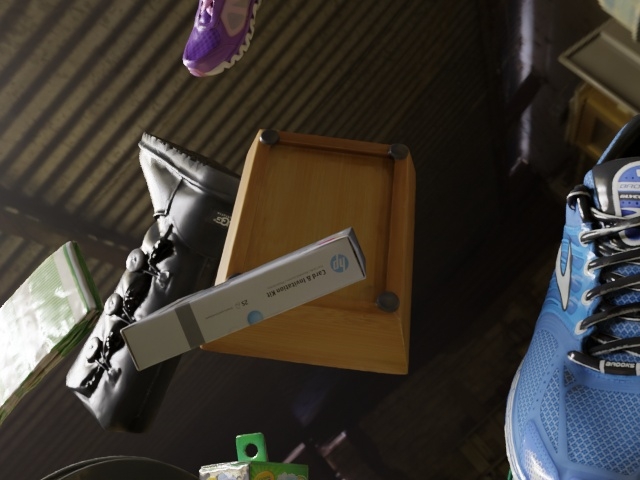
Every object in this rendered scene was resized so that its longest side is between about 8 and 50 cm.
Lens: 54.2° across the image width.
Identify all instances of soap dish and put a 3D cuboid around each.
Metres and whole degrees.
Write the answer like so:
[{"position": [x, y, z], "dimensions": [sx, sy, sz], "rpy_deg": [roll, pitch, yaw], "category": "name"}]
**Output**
[{"position": [0.000, 0.000, 0.736], "dimensions": [0.118, 0.228, 0.291], "rpy_deg": [97, -179, -55], "category": "soap dish"}]

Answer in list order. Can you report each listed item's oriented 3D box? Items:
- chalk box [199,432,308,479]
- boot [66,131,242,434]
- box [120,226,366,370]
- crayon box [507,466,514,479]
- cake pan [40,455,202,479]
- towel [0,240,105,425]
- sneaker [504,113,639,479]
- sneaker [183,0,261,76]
[{"position": [-0.107, 0.421, 0.999], "dimensions": [0.132, 0.213, 0.132], "rpy_deg": [-21, -32, 38], "category": "chalk box"}, {"position": [-0.303, 0.055, 1.094], "dimensions": [0.146, 0.367, 0.446], "rpy_deg": [20, -83, -33], "category": "boot"}, {"position": [-0.053, 0.042, 0.529], "dimensions": [0.186, 0.038, 0.145], "rpy_deg": [-24, 2, 5], "category": "box"}, {"position": [0.329, 0.256, 0.581], "dimensions": [0.165, 0.278, 0.081], "rpy_deg": [-10, -69, -59], "category": "crayon box"}, {"position": [-0.185, 0.339, 0.586], "dimensions": [0.293, 0.293, 0.054], "rpy_deg": [-22, -23, -42], "category": "cake pan"}, {"position": [-0.550, 0.175, 1.194], "dimensions": [0.325, 0.248, 0.038], "rpy_deg": [-47, -42, 6], "category": "towel"}, {"position": [0.194, 0.027, 0.404], "dimensions": [0.330, 0.129, 0.147], "rpy_deg": [-58, -40, -40], "category": "sneaker"}, {"position": [-0.128, -0.336, 0.837], "dimensions": [0.104, 0.095, 0.237], "rpy_deg": [34, -99, -56], "category": "sneaker"}]
